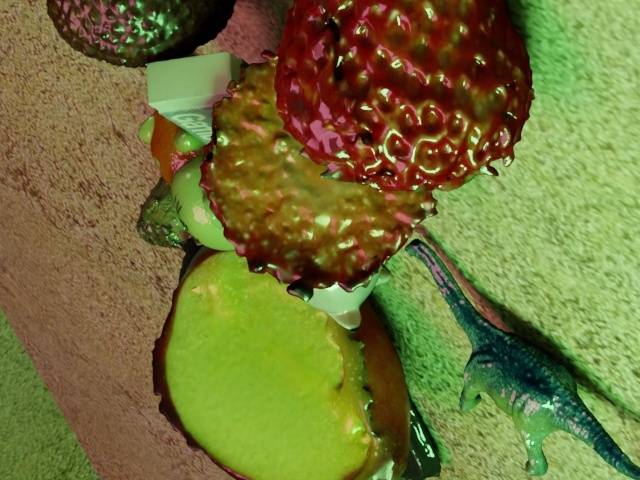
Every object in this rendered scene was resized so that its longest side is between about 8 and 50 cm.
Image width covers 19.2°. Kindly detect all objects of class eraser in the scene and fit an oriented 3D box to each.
[{"bbox_3d":[-0.090,-0.130,1.833,0.212,0.092,0.046,29,-124,-69],"label":"eraser"}]

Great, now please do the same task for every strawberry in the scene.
[{"bbox_3d":[0.061,-0.163,1.435,0.205,0.205,0.244,31,131,48],"label":"strawberry"},{"bbox_3d":[0.009,-0.056,1.751,0.234,0.234,0.178,50,-176,9],"label":"strawberry"}]

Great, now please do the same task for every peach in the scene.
[{"bbox_3d":[-0.014,0.157,2.108,0.362,0.258,0.201,38,-171,28],"label":"peach"}]

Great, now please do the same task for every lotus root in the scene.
[{"bbox_3d":[-0.146,-0.052,2.175,0.143,0.144,0.070,16,132,47],"label":"lotus root"}]

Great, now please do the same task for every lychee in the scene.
[{"bbox_3d":[-0.171,-0.250,1.806,0.194,0.194,0.194,45,160,21],"label":"lychee"}]

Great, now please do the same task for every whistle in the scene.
[{"bbox_3d":[-0.128,-0.097,2.041,0.288,0.106,0.131,65,-171,29],"label":"whistle"}]

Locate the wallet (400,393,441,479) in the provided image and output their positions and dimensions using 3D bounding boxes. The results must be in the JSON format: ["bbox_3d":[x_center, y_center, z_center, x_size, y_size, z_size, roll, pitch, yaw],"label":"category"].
[{"bbox_3d":[0.025,0.204,2.358,0.197,0.051,0.377,60,160,-12],"label":"wallet"}]

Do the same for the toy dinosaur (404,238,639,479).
[{"bbox_3d":[0.197,0.140,1.801,0.363,0.076,0.147,43,153,37],"label":"toy dinosaur"}]

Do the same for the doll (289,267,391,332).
[{"bbox_3d":[-0.005,-0.005,1.960,0.107,0.110,0.181,2,128,42],"label":"doll"}]
